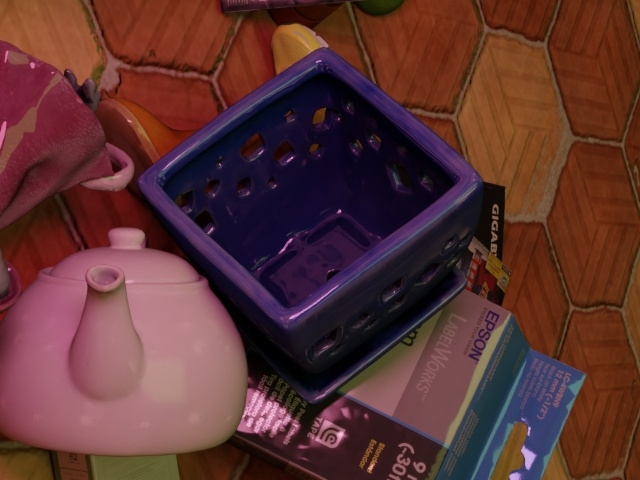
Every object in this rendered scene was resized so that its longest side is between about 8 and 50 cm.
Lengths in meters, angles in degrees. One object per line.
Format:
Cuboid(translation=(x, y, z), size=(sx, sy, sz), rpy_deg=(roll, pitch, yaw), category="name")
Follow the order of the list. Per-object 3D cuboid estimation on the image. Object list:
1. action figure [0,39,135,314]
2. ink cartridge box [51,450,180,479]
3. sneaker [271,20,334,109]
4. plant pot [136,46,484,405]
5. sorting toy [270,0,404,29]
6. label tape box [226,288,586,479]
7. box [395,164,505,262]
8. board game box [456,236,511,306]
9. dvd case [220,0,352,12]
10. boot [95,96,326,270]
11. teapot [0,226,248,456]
Cuboid(translation=(-0.339, 0.003, 1.251), size=(0.276, 0.248, 0.370), rpy_deg=(67, 36, -63), category="action figure")
Cuboid(translation=(-0.190, 0.276, 1.471), size=(0.109, 0.062, 0.209), rpy_deg=(-18, 103, -48), category="ink cartridge box")
Cuboid(translation=(-0.024, -0.138, 1.668), size=(0.094, 0.081, 0.208), rpy_deg=(-23, 105, -41), category="sneaker")
Cuboid(translation=(0.000, 0.000, 1.427), size=(0.236, 0.236, 0.212), rpy_deg=(-37, 148, -16), category="plant pot")
Cuboid(translation=(0.092, -0.331, 1.773), size=(0.365, 0.126, 0.127), rpy_deg=(-23, 106, -47), category="sorting toy")
Cuboid(translation=(0.090, 0.163, 1.583), size=(0.249, 0.347, 0.115), rpy_deg=(-63, 177, -15), category="label tape box")
Cuboid(translation=(0.121, 0.076, 1.835), size=(0.257, 0.079, 0.322), rpy_deg=(9, 82, -47), category="box")
Cuboid(translation=(0.126, 0.076, 1.736), size=(0.194, 0.060, 0.194), rpy_deg=(40, 61, -41), category="board game box")
Cuboid(translation=(-0.035, -0.363, 1.620), size=(0.018, 0.164, 0.221), rpy_deg=(-112, -163, -84), category="dvd case")
Cuboid(translation=(-0.093, -0.101, 1.532), size=(0.211, 0.104, 0.295), rpy_deg=(-48, 138, -17), category="boot")
Cuboid(translation=(-0.179, 0.081, 1.354), size=(0.252, 0.256, 0.187), rpy_deg=(0, 95, -46), category="teapot")
